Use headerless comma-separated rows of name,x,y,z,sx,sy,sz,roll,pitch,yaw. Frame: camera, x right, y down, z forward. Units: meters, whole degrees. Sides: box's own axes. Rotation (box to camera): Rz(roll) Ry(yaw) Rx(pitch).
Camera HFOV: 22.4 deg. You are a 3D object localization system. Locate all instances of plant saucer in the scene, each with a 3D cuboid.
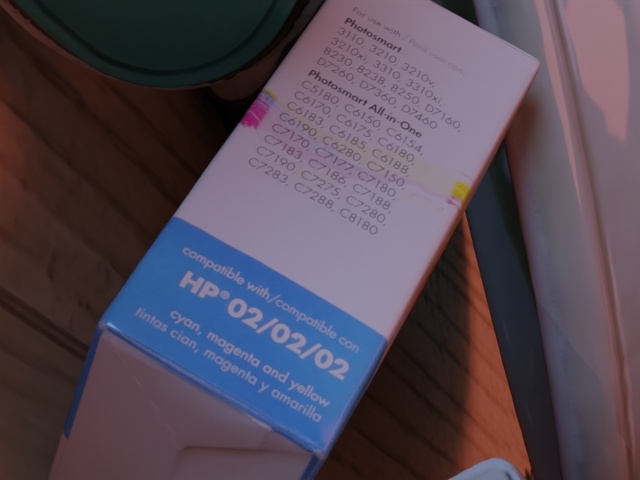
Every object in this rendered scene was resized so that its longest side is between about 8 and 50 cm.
plant saucer,0.101,-0.071,0.651,0.400,0.100,0.400,-12,90,-87

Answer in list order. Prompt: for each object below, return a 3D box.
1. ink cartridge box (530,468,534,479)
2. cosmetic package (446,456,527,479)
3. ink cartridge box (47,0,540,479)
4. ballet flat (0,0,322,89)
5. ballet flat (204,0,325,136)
ink cartridge box,0.206,0.286,0.951,0.371,0.069,0.176,50,35,-47
cosmetic package,0.067,0.203,0.468,0.296,0.153,0.129,51,11,-49
ink cartridge box,0.000,0.000,0.444,0.181,0.061,0.104,-59,177,-38
ballet flat,-0.094,-0.223,0.382,0.139,0.139,0.400,-76,146,-48
ballet flat,-0.025,-0.109,0.567,0.074,0.074,0.203,23,64,-65
